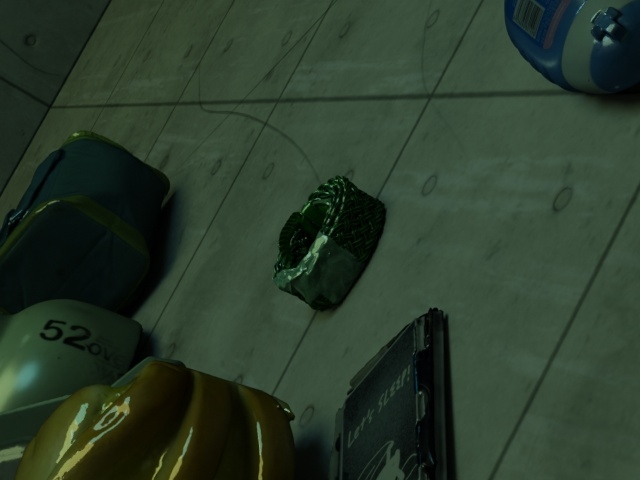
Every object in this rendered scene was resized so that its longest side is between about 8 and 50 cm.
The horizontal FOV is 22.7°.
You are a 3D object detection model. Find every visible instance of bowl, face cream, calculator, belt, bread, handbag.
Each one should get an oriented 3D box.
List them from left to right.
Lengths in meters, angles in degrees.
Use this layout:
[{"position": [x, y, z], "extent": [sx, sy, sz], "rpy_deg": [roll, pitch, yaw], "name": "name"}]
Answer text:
[{"position": [-0.414, 0.216, 2.178], "extent": [0.354, 0.185, 0.354], "rpy_deg": [-52, 13, 17], "name": "bowl"}, {"position": [-0.365, -0.004, 2.388], "extent": [0.263, 0.222, 0.241], "rpy_deg": [-52, 17, 24], "name": "handbag"}, {"position": [-0.169, 0.273, 1.540], "extent": [0.315, 0.270, 0.211], "rpy_deg": [-55, 37, 20], "name": "bread"}, {"position": [0.000, 0.000, 1.760], "extent": [0.121, 0.079, 0.151], "rpy_deg": [-9, 53, 63], "name": "belt"}, {"position": [0.059, 0.190, 1.451], "extent": [0.165, 0.028, 0.274], "rpy_deg": [-49, 21, 32], "name": "calculator"}, {"position": [0.252, -0.211, 1.473], "extent": [0.149, 0.083, 0.264], "rpy_deg": [-56, 21, 13], "name": "face cream"}]

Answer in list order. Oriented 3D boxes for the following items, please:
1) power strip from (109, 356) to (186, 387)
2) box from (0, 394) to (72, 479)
[{"position": [-0.224, 0.264, 1.779], "extent": [0.059, 0.193, 0.265], "rpy_deg": [4, 22, 26], "name": "power strip"}, {"position": [-0.422, 0.398, 1.879], "extent": [0.397, 0.111, 0.396], "rpy_deg": [-16, 50, 25], "name": "box"}]
